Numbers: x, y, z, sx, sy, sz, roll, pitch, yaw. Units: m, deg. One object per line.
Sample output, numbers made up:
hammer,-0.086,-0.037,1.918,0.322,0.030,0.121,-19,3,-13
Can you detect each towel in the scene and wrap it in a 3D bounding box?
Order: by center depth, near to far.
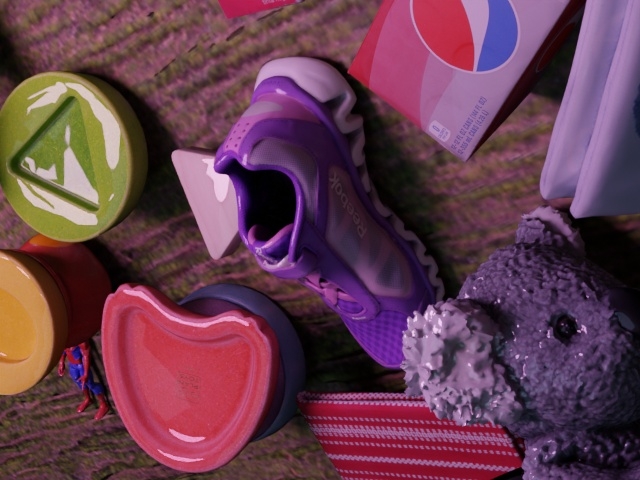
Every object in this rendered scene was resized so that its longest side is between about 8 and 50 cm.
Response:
towel,0.117,0.213,1.052,0.198,0.031,0.275,-5,127,42

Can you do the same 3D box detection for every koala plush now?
koala plush,0.158,0.093,0.806,0.221,0.196,0.203,47,141,1

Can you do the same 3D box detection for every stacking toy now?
stacking toy,-0.135,0.015,1.106,0.309,0.130,0.280,22,110,21

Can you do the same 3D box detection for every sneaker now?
sneaker,0.000,0.000,0.935,0.095,0.104,0.236,-5,121,42

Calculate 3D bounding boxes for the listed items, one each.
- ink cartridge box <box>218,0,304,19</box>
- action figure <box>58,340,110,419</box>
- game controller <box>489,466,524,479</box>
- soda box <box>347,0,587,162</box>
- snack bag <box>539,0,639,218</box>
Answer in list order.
ink cartridge box,-0.033,-0.216,0.764,0.063,0.109,0.150,-3,122,44
action figure,-0.227,0.119,1.302,0.038,0.030,0.115,20,134,35
game controller,0.135,0.260,1.026,0.166,0.067,0.319,53,143,2
soda box,0.109,-0.162,0.709,0.092,0.083,0.263,38,142,8
snack bag,0.256,-0.147,0.481,0.323,0.037,0.343,-5,135,-9
